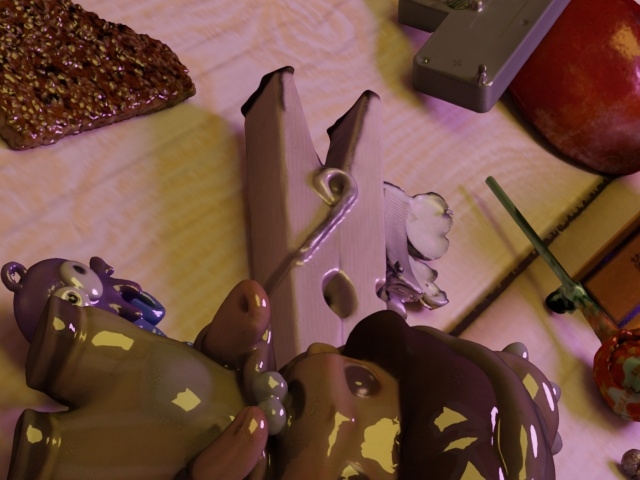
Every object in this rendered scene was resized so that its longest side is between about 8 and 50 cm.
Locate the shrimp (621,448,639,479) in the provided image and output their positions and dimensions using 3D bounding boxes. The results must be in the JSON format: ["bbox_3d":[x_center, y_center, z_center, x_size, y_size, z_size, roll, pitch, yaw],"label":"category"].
[{"bbox_3d":[0.302,0.207,1.566,0.092,0.038,0.029,25,79,-26],"label":"shrimp"}]

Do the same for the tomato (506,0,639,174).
[{"bbox_3d":[0.304,-0.182,1.918,0.233,0.139,0.200,14,49,-38],"label":"tomato"}]

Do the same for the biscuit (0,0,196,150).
[{"bbox_3d":[-0.201,-0.145,1.444,0.131,0.026,0.237,51,34,10],"label":"biscuit"}]

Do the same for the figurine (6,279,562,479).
[{"bbox_3d":[-0.011,0.146,1.167,0.380,0.203,0.248,17,53,-18],"label":"figurine"}]

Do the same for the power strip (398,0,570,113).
[{"bbox_3d":[0.150,-0.227,1.824,0.145,0.061,0.216,20,49,21],"label":"power strip"}]

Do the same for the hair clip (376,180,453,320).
[{"bbox_3d":[0.065,-0.001,1.543,0.116,0.049,0.172,33,31,-22],"label":"hair clip"}]

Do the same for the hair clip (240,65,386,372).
[{"bbox_3d":[-0.003,0.003,1.432,0.101,0.085,0.331,22,44,-26],"label":"hair clip"}]

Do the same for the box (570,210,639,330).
[{"bbox_3d":[0.386,-0.024,1.774,0.084,0.193,0.301,49,33,12],"label":"box"}]

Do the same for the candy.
[{"bbox_3d":[0.233,0.047,1.646,0.288,0.078,0.084,54,4,24],"label":"candy"}]

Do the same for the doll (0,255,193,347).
[{"bbox_3d":[-0.135,0.073,1.231,0.206,0.067,0.110,37,40,-28],"label":"doll"}]
